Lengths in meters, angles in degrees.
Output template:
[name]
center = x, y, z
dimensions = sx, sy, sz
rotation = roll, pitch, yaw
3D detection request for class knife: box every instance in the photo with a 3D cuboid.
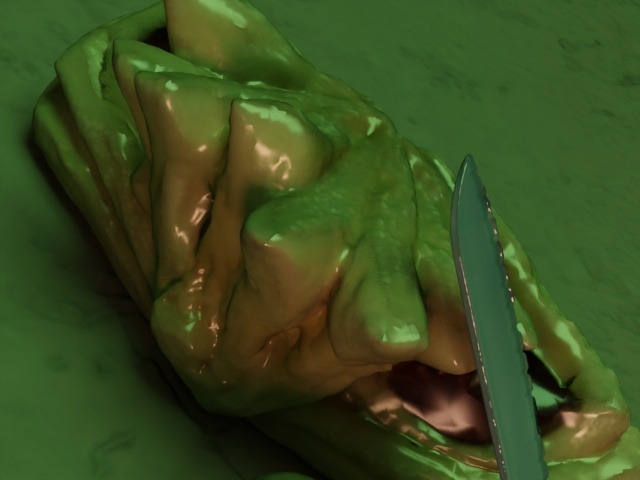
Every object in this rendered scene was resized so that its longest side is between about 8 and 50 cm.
[knife]
center = 0.094, 0.114, 0.767
dimensions = 0.044, 0.019, 0.313
rotation = -28, 110, -50

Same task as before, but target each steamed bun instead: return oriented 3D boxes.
[steamed bun]
center = 0.000, 0.000, 0.871
dimensions = 0.247, 0.189, 0.428
rotation = -19, 62, -46

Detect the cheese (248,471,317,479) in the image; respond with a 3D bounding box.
[cheese]
center = -0.017, 0.185, 0.681
dimensions = 0.175, 0.091, 0.202
rotation = 44, 31, 15
